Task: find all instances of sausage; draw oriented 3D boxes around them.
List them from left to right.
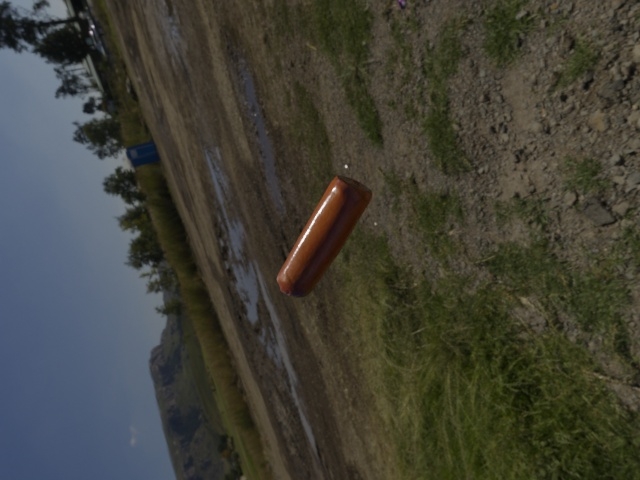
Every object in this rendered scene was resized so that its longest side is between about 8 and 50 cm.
[{"bbox_3d":[0.000,0.000,0.406,0.131,0.039,0.041,-57,17,21],"label":"sausage"}]
